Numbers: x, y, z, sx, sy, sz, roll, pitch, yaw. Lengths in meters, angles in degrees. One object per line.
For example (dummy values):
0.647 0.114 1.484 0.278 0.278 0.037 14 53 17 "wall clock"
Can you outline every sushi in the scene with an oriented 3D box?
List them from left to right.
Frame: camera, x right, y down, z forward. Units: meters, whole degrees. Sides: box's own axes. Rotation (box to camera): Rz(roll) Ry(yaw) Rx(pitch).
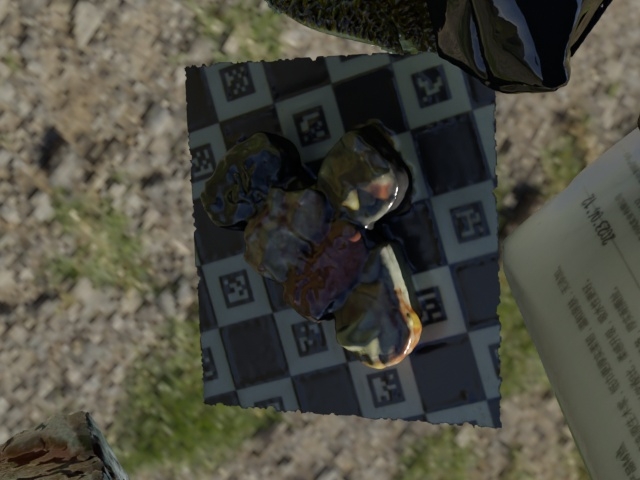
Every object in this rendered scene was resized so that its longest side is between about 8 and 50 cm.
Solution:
0.000 0.000 1.545 0.069 0.320 0.339 -14 104 -61 "sushi"

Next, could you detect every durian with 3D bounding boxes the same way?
0.015 -0.212 1.374 0.146 0.208 0.102 -60 166 -75 "durian"

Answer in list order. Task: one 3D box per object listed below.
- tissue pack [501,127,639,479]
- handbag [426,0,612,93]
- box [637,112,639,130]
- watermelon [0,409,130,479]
0.297 0.068 1.165 0.266 0.356 0.194 -38 122 16 "tissue pack"
0.154 -0.308 1.193 0.288 0.152 0.342 -46 137 -17 "handbag"
0.229 -0.037 0.873 0.115 0.177 0.036 15 107 -2 "box"
-0.127 0.174 0.632 0.289 0.214 0.320 -15 143 23 "watermelon"
